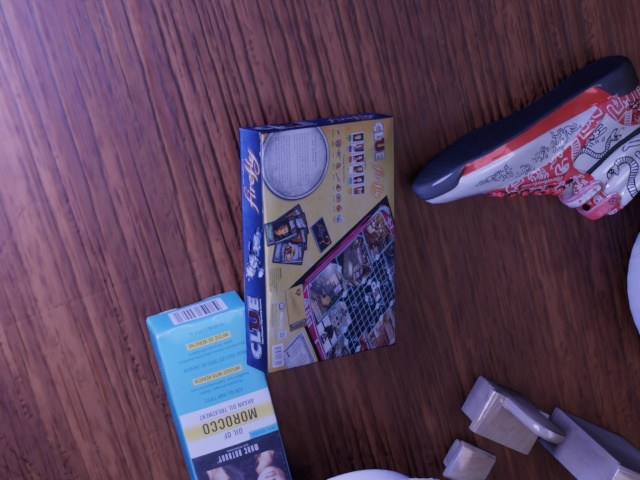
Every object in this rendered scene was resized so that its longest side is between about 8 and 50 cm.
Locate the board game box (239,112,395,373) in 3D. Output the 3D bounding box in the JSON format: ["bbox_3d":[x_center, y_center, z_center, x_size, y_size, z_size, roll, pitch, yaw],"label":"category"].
[{"bbox_3d":[0.000,0.000,1.529,0.165,0.042,0.243,-9,105,-34],"label":"board game box"}]

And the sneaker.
[{"bbox_3d":[0.239,-0.069,1.589,0.270,0.090,0.145,-31,110,-9],"label":"sneaker"}]

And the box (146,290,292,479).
[{"bbox_3d":[-0.101,0.184,1.575,0.100,0.060,0.244,-18,110,-11],"label":"box"}]

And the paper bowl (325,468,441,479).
[{"bbox_3d":[0.041,0.351,1.586,0.284,0.148,0.284,-16,139,-15],"label":"paper bowl"}]

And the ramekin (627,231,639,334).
[{"bbox_3d":[0.466,0.046,1.627,0.277,0.135,0.277,0,86,-5],"label":"ramekin"}]

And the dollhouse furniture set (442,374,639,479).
[{"bbox_3d":[0.238,0.380,1.676,0.303,0.174,0.356,26,97,-21],"label":"dollhouse furniture set"}]
